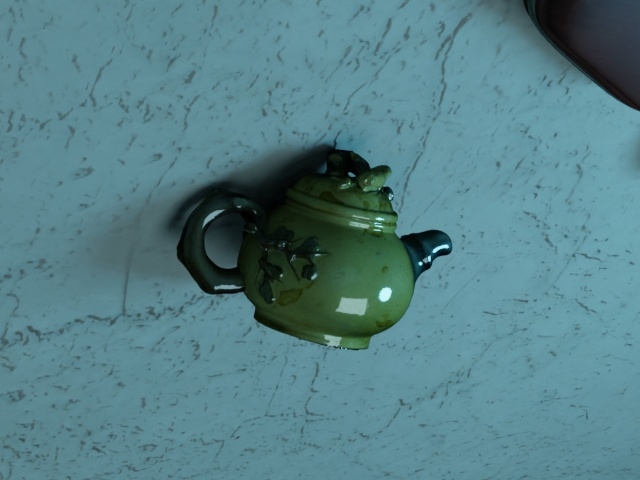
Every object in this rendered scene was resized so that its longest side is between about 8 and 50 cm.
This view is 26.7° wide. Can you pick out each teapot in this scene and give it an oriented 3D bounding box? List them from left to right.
[{"bbox_3d":[0.000,0.000,1.302,0.269,0.173,0.182,13,97,-17],"label":"teapot"}]

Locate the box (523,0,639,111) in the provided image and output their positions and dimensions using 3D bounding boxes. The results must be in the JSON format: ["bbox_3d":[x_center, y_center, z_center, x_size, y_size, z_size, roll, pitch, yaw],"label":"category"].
[{"bbox_3d":[0.343,-0.241,1.247,0.263,0.108,0.404,-40,148,17],"label":"box"}]
